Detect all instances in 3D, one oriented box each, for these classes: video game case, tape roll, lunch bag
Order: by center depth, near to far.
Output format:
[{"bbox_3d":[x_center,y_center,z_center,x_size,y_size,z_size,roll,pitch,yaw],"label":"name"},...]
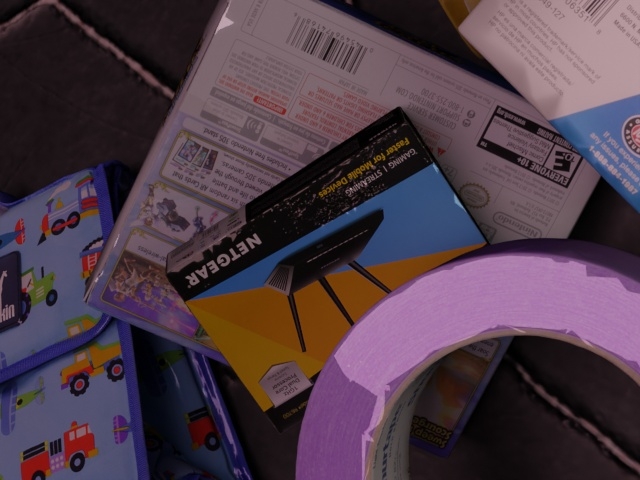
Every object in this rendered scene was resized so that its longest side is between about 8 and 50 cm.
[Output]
[{"bbox_3d":[0.128,0.138,1.056,0.275,0.090,0.274,2,96,18],"label":"tape roll"},{"bbox_3d":[0.017,-0.018,1.179,0.270,0.061,0.244,24,104,-10],"label":"video game case"},{"bbox_3d":[-0.203,0.092,1.349,0.221,0.138,0.293,-27,67,26],"label":"lunch bag"}]

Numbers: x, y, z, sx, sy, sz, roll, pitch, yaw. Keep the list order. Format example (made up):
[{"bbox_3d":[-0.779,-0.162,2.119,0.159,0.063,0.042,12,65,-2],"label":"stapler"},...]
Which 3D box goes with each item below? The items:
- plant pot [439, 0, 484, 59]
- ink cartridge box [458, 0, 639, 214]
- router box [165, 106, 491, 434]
[{"bbox_3d":[0.115,-0.199,1.170,0.095,0.134,0.134,-29,78,1],"label":"plant pot"},{"bbox_3d":[0.240,-0.151,1.073,0.171,0.168,0.232,49,111,17],"label":"ink cartridge box"},{"bbox_3d":[0.012,0.019,1.134,0.179,0.046,0.133,-33,107,8],"label":"router box"}]
